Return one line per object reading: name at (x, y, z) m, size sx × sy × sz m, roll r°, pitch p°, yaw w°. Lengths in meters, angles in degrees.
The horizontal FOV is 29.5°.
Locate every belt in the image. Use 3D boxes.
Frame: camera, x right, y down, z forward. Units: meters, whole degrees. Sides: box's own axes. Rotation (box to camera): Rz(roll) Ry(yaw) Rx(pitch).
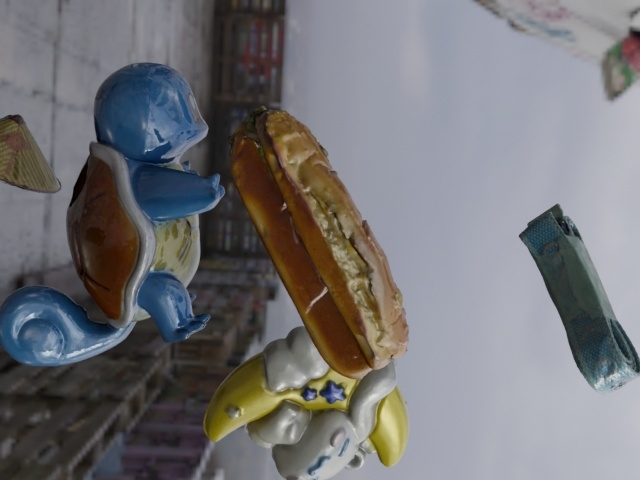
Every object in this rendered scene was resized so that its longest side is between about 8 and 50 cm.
belt at (0.361, 0.076, 1.700) m, size 0.072 × 0.087 × 0.302 m, roll -40°, pitch -132°, yaw 27°

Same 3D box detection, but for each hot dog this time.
hot dog at (0.000, 0.000, 1.113) m, size 0.115 × 0.072 × 0.269 m, roll -18°, pitch -82°, yaw 59°

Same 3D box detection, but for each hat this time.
hat at (-0.449, -0.143, 1.747) m, size 0.193 × 0.193 × 0.082 m, roll -86°, pitch -159°, yaw -80°

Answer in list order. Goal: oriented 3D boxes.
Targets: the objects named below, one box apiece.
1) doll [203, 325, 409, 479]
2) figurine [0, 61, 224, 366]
doll at (-0.007, 0.219, 1.438) m, size 0.252 × 0.237 × 0.111 m, roll -46°, pitch -154°, yaw 16°
figurine at (-0.229, -0.008, 1.544) m, size 0.298 × 0.243 × 0.416 m, roll -123°, pitch -122°, yaw -83°
